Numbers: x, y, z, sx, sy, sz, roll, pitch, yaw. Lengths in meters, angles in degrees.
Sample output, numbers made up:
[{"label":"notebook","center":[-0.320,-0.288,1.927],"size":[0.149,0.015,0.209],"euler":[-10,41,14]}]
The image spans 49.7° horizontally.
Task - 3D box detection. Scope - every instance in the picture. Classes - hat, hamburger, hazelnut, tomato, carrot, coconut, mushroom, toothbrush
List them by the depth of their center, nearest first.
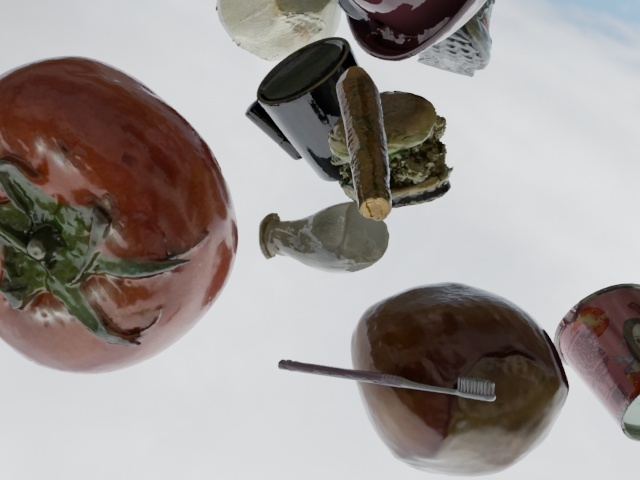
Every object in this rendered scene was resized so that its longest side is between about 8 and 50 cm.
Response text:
[{"label":"hat","center":[0.065,-0.242,0.537],"size":[0.089,0.205,0.205],"euler":[5,-142,-35]},{"label":"carrot","center":[0.041,-0.092,0.630],"size":[0.042,0.042,0.170],"euler":[11,-129,-20]},{"label":"tomato","center":[-0.249,-0.033,0.776],"size":[0.342,0.341,0.273],"euler":[26,-160,2]},{"label":"hamburger","center":[0.090,-0.116,0.899],"size":[0.159,0.131,0.185],"euler":[-18,-149,-13]},{"label":"toothbrush","center":[0.094,0.210,1.078],"size":[0.354,0.029,0.024],"euler":[3,-175,24]},{"label":"mushroom","center":[0.000,0.000,1.134],"size":[0.225,0.116,0.093],"euler":[-7,-177,39]},{"label":"hazelnut","center":[0.231,0.239,1.217],"size":[0.366,0.365,0.365],"euler":[17,-146,-12]},{"label":"coconut","center":[-0.072,-0.490,1.377],"size":[0.245,0.247,0.244],"euler":[12,-106,-48]}]

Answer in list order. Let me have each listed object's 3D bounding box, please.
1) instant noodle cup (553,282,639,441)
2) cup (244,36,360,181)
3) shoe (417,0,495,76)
[{"label":"instant noodle cup","center":[0.624,0.244,1.368],"size":[0.243,0.242,0.231],"euler":[11,-149,-20]},{"label":"cup","center":[-0.005,-0.217,1.142],"size":[0.239,0.166,0.177],"euler":[33,163,54]},{"label":"shoe","center":[0.230,-0.371,1.119],"size":[0.133,0.170,0.336],"euler":[18,-170,8]}]
